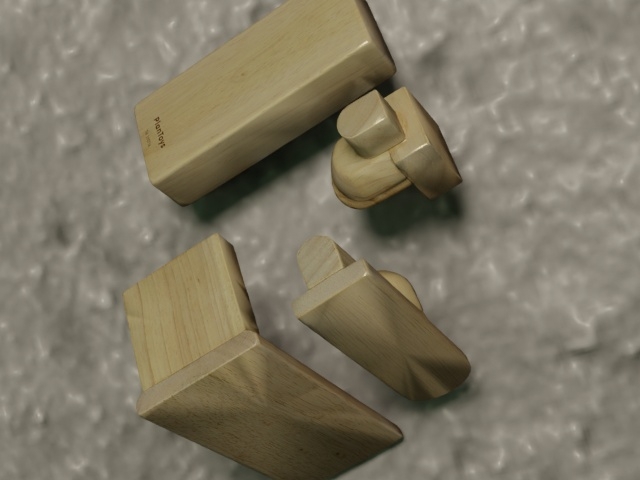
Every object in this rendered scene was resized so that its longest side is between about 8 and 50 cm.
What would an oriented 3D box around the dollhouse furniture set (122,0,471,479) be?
[{"bbox_3d":[0.000,0.000,0.484,0.144,0.123,0.151,-31,51,15],"label":"dollhouse furniture set"}]
